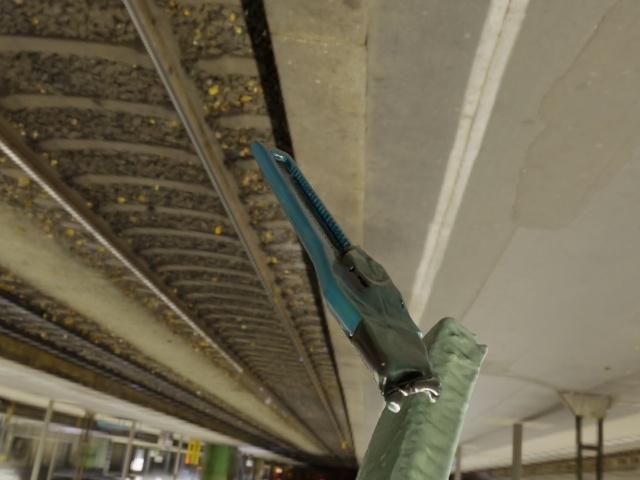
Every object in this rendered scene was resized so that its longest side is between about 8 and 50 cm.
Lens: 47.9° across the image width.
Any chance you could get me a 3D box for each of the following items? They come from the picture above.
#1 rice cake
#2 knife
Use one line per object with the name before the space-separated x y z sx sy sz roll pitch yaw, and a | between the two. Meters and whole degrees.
rice cake | 0.057 0.174 0.501 0.063 0.336 0.066 35 127 3
knife | 0.001 -0.002 0.413 0.044 0.026 0.296 13 -157 -26
